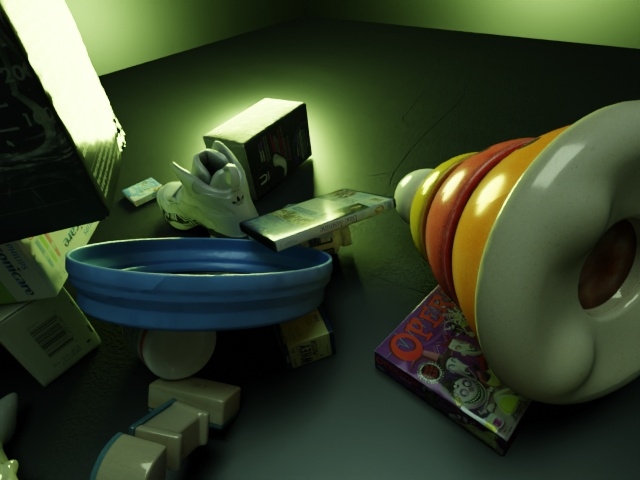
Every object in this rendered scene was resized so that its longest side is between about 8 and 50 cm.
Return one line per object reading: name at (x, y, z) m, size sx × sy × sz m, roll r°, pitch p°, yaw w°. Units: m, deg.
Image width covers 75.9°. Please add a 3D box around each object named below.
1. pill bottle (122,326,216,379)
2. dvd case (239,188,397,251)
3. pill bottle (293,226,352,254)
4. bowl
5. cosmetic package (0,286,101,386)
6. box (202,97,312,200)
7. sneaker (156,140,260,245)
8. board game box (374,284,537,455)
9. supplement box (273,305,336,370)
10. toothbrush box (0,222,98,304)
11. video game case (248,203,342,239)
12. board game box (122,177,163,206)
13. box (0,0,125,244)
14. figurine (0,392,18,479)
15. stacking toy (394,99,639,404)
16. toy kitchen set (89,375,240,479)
pill bottle at (-0.254, 0.141, 0.661) m, size 0.108 × 0.107 × 0.180 m, roll -36°, pitch 28°, yaw -30°
dvd case at (-0.009, -0.048, 0.782) m, size 0.253 × 0.022 × 0.180 m, roll -21°, pitch 21°, yaw -24°
pill bottle at (0.000, 0.000, 0.843) m, size 0.120 × 0.067 × 0.067 m, roll -14°, pitch 39°, yaw -8°
bowl at (-0.176, 0.054, 0.652) m, size 0.391 × 0.077 × 0.391 m, roll 3°, pitch 6°, yaw 0°
cosmetic package at (-0.554, 0.111, 0.736) m, size 0.310 × 0.160 × 0.113 m, roll 18°, pitch 45°, yaw 30°
box at (-0.159, -0.255, 1.113) m, size 0.143 × 0.165 × 0.270 m, roll 17°, pitch 44°, yaw 28°
sneaker at (-0.271, -0.120, 0.929) m, size 0.366 × 0.210 × 0.137 m, roll 26°, pitch 49°, yaw 36°
board game box at (0.274, 0.130, 0.649) m, size 0.208 × 0.056 × 0.347 m, roll 24°, pitch 48°, yaw 40°
supplement box at (-0.029, 0.150, 0.668) m, size 0.083 × 0.056 × 0.083 m, roll -17°, pitch 38°, yaw -11°
toothbrush box at (-0.544, -0.002, 0.653) m, size 0.283 × 0.122 × 0.206 m, roll -7°, pitch 38°, yaw -1°
video game case at (-0.026, -0.045, 0.846) m, size 0.191 × 0.022 × 0.173 m, roll -2°, pitch 22°, yaw 27°
board game box at (-0.491, -0.137, 1.144) m, size 0.090 × 0.020 × 0.090 m, roll -35°, pitch 45°, yaw -28°
box at (-0.560, -0.225, 0.459) m, size 0.480 × 0.471 × 0.297 m, roll -15°, pitch 39°, yaw -9°
figurine at (-0.501, 0.318, 0.530) m, size 0.215 × 0.092 × 0.209 m, roll -26°, pitch 37°, yaw -22°
stacking toy at (0.249, -0.028, 0.631) m, size 0.351 × 0.350 × 0.480 m, roll -21°, pitch 23°, yaw -15°
toy kitchen set at (-0.209, 0.292, 0.523) m, size 0.122 × 0.166 × 0.207 m, roll 6°, pitch 4°, yaw 17°
